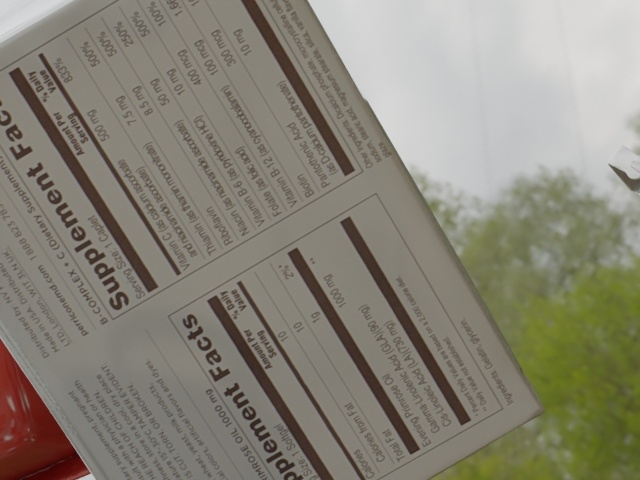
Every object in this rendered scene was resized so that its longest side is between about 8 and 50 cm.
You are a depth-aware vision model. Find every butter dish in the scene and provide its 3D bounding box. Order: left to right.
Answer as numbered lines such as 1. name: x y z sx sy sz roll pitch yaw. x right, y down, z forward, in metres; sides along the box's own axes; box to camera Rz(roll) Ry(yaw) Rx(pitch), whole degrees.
1. butter dish: -0.246 0.108 1.155 0.160 0.160 0.118 -24 -14 28

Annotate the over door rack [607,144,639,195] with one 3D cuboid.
1. over door rack: 0.383 -0.106 1.277 0.108 0.324 0.239 41 -91 -31

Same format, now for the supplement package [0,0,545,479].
1. supplement package: -0.044 -0.018 0.643 0.145 0.204 0.262 -30 14 3
